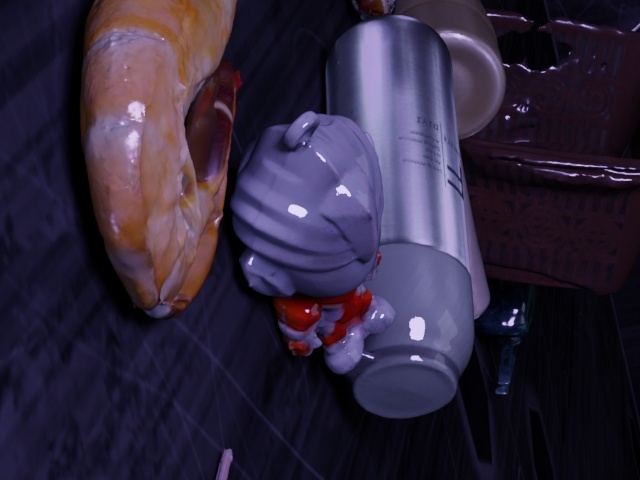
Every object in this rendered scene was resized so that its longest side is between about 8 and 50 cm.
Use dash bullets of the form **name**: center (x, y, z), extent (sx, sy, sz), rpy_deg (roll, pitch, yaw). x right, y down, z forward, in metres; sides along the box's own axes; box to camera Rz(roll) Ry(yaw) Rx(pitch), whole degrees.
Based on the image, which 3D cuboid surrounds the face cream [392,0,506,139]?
- **face cream**: center (0.078, -0.180, 1.344), extent (0.341, 0.084, 0.137), rpy_deg (-93, 161, -62)

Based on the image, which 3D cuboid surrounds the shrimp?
- **shrimp**: center (-0.050, -0.062, 0.728), extent (0.236, 0.053, 0.133), rpy_deg (-80, 154, -50)

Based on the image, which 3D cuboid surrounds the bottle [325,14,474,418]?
- **bottle**: center (0.037, -0.021, 1.024), extent (0.096, 0.079, 0.253), rpy_deg (24, 45, -28)

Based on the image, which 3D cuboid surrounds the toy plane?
- **toy plane**: center (0.165, 0.041, 1.554), extent (0.235, 0.060, 0.096), rpy_deg (-65, 150, -64)

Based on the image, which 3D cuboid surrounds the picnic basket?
- **picnic basket**: center (0.174, -0.069, 1.427), extent (0.297, 0.223, 0.129), rpy_deg (-75, 174, -63)

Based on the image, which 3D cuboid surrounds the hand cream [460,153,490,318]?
- **hand cream**: center (0.071, -0.020, 1.186), extent (0.054, 0.087, 0.186), rpy_deg (-35, 123, -35)

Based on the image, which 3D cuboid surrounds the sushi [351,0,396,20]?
- **sushi**: center (0.034, -0.187, 1.210), extent (0.046, 0.044, 0.083), rpy_deg (33, 46, -74)

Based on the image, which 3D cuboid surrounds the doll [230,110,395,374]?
- **doll**: center (0.000, 0.000, 0.854), extent (0.094, 0.079, 0.180), rpy_deg (-48, 148, -22)

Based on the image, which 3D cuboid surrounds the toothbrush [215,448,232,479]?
- **toothbrush**: center (-0.042, 0.112, 0.713), extent (0.097, 0.008, 0.006), rpy_deg (-81, 170, -59)
